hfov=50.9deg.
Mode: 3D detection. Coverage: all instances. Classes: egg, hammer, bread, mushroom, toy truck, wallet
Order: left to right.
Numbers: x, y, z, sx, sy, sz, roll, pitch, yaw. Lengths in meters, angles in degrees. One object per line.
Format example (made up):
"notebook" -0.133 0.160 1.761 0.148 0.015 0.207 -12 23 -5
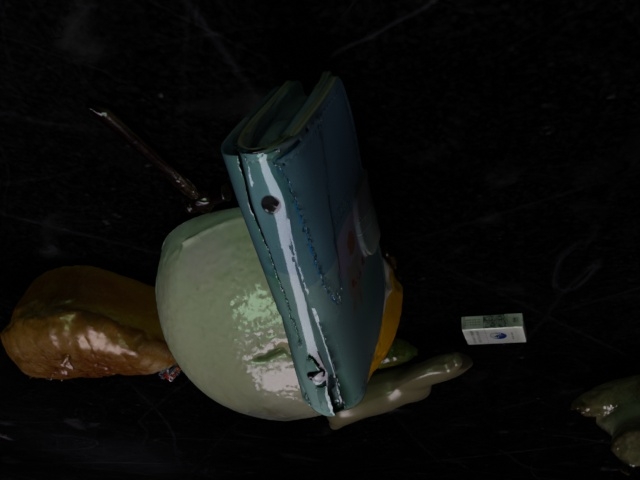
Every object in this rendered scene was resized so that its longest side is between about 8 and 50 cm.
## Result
"bread" -0.327 0.109 0.918 0.260 0.129 0.134 -2 147 9
"hammer" -0.163 -0.084 0.680 0.065 0.021 0.178 -14 141 28
"toy truck" -0.263 0.230 1.200 0.032 0.024 0.083 36 141 -6
"egg" -0.058 0.114 0.815 0.337 0.201 0.337 5 146 3
"wallet" 0.000 0.000 0.576 0.075 0.176 0.250 -4 121 18
"mushroom" 0.546 0.268 1.054 0.292 0.211 0.217 9 -165 -27

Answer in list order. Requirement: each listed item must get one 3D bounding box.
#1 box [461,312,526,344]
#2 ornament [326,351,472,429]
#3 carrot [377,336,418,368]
"box" 0.245 0.125 0.950 0.083 0.024 0.054 -6 145 20
"ornament" 0.116 0.230 1.049 0.230 0.061 0.245 -16 162 -7
"carrot" -0.030 0.177 1.035 0.359 0.074 0.074 -2 148 9
